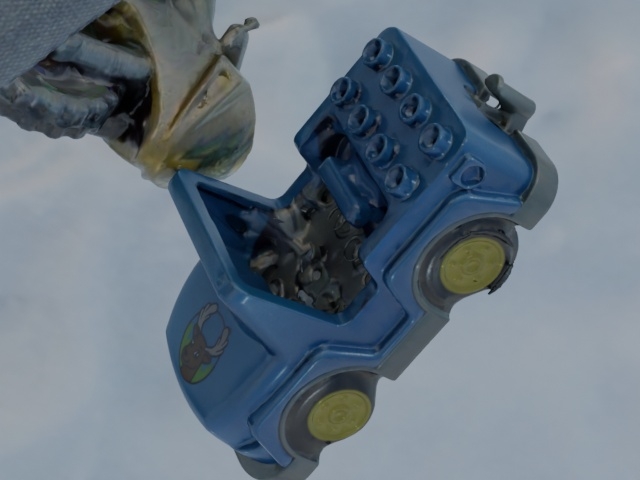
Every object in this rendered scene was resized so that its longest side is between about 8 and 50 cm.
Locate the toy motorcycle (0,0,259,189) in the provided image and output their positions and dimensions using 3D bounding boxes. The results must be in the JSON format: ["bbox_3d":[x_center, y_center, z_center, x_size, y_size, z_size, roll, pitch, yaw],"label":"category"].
[{"bbox_3d":[-0.078,-0.097,0.888,0.129,0.229,0.094,29,124,-7],"label":"toy motorcycle"}]

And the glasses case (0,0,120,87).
[{"bbox_3d":[-0.111,-0.060,0.405,0.282,0.067,0.109,-37,144,-1],"label":"glasses case"}]

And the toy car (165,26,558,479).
[{"bbox_3d":[0.000,0.000,0.786,0.100,0.097,0.191,26,113,-36],"label":"toy car"}]
